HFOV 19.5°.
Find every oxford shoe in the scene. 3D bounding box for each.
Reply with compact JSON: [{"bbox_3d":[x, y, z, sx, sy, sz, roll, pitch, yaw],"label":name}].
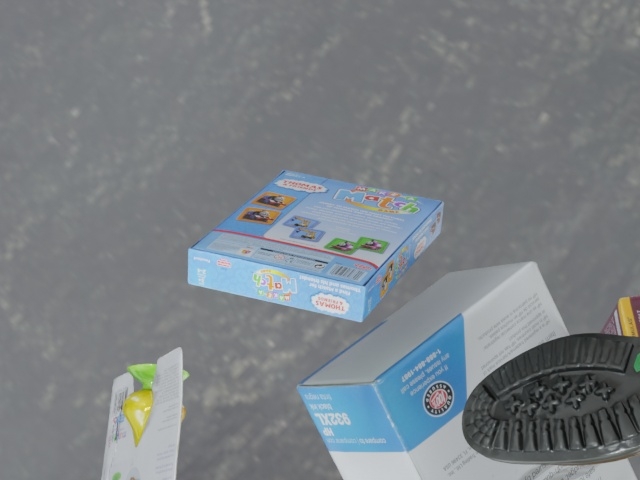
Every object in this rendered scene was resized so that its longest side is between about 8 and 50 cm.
[{"bbox_3d":[0.198,0.101,1.112,0.227,0.083,0.096,-11,148,17],"label":"oxford shoe"}]

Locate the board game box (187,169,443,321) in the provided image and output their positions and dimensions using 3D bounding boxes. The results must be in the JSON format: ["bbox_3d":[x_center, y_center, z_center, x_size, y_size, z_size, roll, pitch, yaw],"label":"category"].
[{"bbox_3d":[0.000,0.000,1.634,0.211,0.160,0.039,-45,142,-59],"label":"board game box"}]

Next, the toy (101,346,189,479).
[{"bbox_3d":[-0.106,0.198,1.224,0.056,0.137,0.237,7,74,-24],"label":"toy"}]

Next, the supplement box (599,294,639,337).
[{"bbox_3d":[0.312,0.122,1.741,0.080,0.104,0.188,-8,162,-4],"label":"supplement box"}]

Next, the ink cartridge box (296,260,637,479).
[{"bbox_3d":[0.151,0.207,1.715,0.223,0.129,0.307,-35,104,-34],"label":"ink cartridge box"}]
